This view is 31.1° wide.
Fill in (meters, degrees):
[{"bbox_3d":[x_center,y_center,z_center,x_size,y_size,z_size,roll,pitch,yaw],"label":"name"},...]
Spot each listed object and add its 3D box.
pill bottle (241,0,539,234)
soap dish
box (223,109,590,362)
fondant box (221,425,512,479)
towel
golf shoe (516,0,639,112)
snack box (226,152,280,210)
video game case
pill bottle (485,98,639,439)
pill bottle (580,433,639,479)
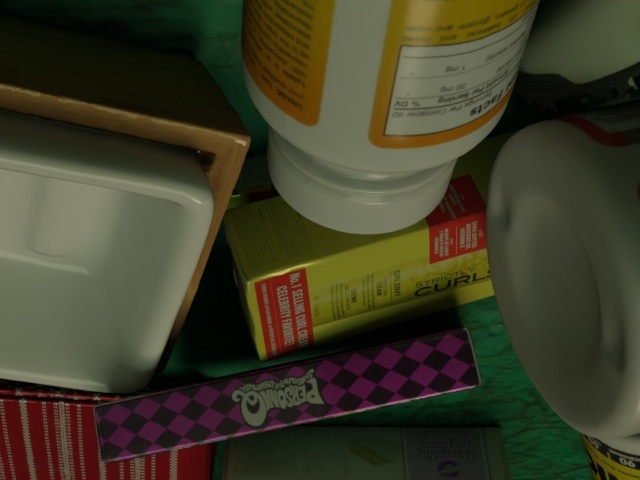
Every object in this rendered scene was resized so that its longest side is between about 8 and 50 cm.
[{"bbox_3d":[0.033,-0.119,0.533,0.136,0.136,0.246,3,140,-5],"label":"pill bottle"},{"bbox_3d":[-0.207,-0.029,0.654,0.290,0.118,0.229,11,139,-13],"label":"soap dish"},{"bbox_3d":[0.063,-0.003,0.685,0.232,0.058,0.087,-14,140,-9],"label":"box"},{"bbox_3d":[0.036,0.312,1.030,0.238,0.096,0.330,0,128,-1],"label":"fondant box"},{"bbox_3d":[-0.220,0.171,0.962,0.274,0.031,0.199,5,141,-4],"label":"towel"},{"bbox_3d":[0.179,-0.168,0.526,0.120,0.105,0.273,42,126,-13],"label":"golf shoe"},{"bbox_3d":[0.000,0.000,0.751,0.100,0.037,0.141,-6,140,7],"label":"snack box"},{"bbox_3d":[-0.010,0.101,0.772,0.232,0.042,0.210,-12,174,6],"label":"video game case"},{"bbox_3d":[0.245,-0.009,0.600,0.283,0.161,0.161,-13,142,-14],"label":"pill bottle"},{"bbox_3d":[0.260,0.153,0.874,0.119,0.119,0.208,-12,138,14],"label":"pill bottle"}]
